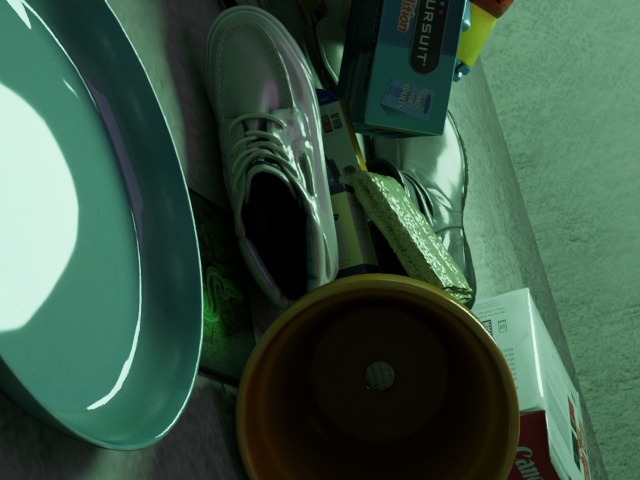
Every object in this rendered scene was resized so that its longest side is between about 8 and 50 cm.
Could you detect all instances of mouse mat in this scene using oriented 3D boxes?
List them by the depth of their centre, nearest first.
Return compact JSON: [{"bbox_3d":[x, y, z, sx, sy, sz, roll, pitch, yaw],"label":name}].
[{"bbox_3d":[-0.090,0.028,0.937,0.189,0.007,0.153,33,43,-66],"label":"mouse mat"}]

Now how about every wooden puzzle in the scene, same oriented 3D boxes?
[{"bbox_3d":[-0.007,-0.292,1.521,0.116,0.014,0.079,-78,149,-60],"label":"wooden puzzle"}]

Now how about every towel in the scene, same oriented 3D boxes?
[{"bbox_3d":[0.083,0.000,1.138,0.148,0.027,0.110,57,15,13],"label":"towel"}]

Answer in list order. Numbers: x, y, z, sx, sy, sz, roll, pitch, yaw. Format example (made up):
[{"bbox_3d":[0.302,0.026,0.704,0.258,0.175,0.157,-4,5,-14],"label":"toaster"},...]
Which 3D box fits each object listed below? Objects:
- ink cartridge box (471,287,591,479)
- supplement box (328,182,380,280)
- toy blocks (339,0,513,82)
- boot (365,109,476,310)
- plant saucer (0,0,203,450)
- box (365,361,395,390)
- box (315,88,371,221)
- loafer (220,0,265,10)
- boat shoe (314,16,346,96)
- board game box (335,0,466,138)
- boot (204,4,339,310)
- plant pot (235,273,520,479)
[{"bbox_3d":[0.291,0.271,1.786,0.309,0.130,0.272,57,24,-46],"label":"ink cartridge box"},{"bbox_3d":[0.000,0.000,1.128,0.056,0.083,0.083,14,62,-73],"label":"supplement box"},{"bbox_3d":[0.148,-0.313,1.541,0.190,0.381,0.261,27,48,-29],"label":"toy blocks"},{"bbox_3d":[0.105,-0.070,1.514,0.222,0.118,0.338,27,46,-64],"label":"boot"},{"bbox_3d":[-0.154,-0.034,0.708,0.317,0.043,0.318,-15,90,-75],"label":"plant saucer"},{"bbox_3d":[0.071,0.134,1.178,0.181,0.119,0.182,-4,79,-75],"label":"box"},{"bbox_3d":[-0.001,-0.076,1.206,0.028,0.081,0.136,-47,119,-72],"label":"box"},{"bbox_3d":[-0.063,-0.193,1.195,0.125,0.045,0.039,62,35,-17],"label":"loafer"},{"bbox_3d":[0.020,-0.207,1.486,0.046,0.038,0.125,-43,118,-25],"label":"boat shoe"},{"bbox_3d":[0.083,-0.235,1.285,0.336,0.079,0.254,-138,-123,-83],"label":"board game box"},{"bbox_3d":[-0.038,-0.070,1.022,0.123,0.095,0.258,-72,145,-83],"label":"boot"},{"bbox_3d":[0.046,0.121,0.983,0.188,0.205,0.205,-53,126,-83],"label":"plant pot"}]
